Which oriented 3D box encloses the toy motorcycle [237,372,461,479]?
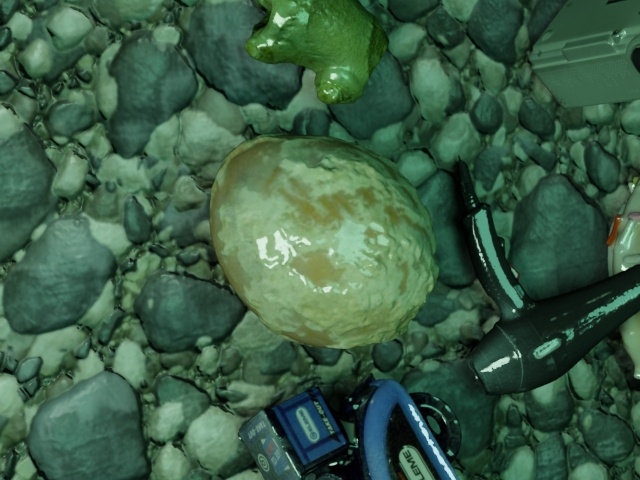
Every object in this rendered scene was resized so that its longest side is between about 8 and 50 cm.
[{"bbox_3d":[0.080,0.304,1.316,0.213,0.125,0.358,-24,77,-28],"label":"toy motorcycle"}]

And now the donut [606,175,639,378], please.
[{"bbox_3d":[0.522,0.039,1.604,0.383,0.142,0.382,0,90,-29],"label":"donut"}]

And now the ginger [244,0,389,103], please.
[{"bbox_3d":[-0.040,-0.258,1.312,0.137,0.089,0.290,-36,112,-5],"label":"ginger"}]

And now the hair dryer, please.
[{"bbox_3d":[0.231,0.018,1.460,0.236,0.091,0.271,-29,97,-5],"label":"hair dryer"}]

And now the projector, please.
[{"bbox_3d":[0.366,-0.247,1.443,0.099,0.257,0.192,44,71,-22],"label":"projector"}]

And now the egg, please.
[{"bbox_3d":[0.000,0.000,1.275,0.245,0.203,0.203,38,73,-14],"label":"egg"}]
